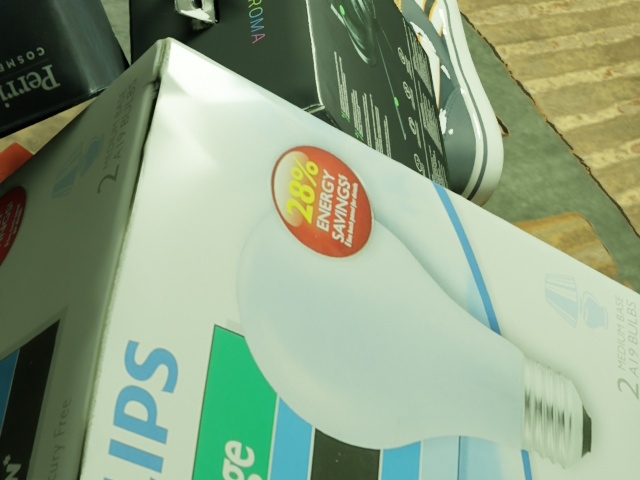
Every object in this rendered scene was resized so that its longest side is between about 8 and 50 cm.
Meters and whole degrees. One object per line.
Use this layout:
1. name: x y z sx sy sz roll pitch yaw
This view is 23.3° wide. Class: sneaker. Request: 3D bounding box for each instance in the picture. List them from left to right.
1. sneaker: 0.049 -0.164 1.338 0.127 0.126 0.321 6 44 -28

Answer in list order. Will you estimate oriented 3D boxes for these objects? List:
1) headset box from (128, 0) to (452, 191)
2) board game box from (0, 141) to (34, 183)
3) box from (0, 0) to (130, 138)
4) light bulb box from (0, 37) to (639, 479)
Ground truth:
1. headset box: -0.017 -0.096 1.069 0.283 0.131 0.246 50 27 -51
2. board game box: -0.162 0.098 1.049 0.316 0.064 0.242 35 44 6
3. box: -0.307 -0.170 0.916 0.183 0.296 0.294 -89 157 -80
4. light bulb box: -0.020 0.145 0.864 0.361 0.225 0.358 26 51 -27
